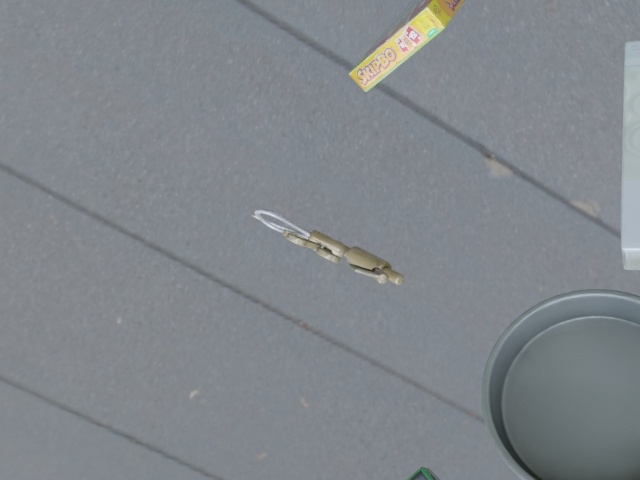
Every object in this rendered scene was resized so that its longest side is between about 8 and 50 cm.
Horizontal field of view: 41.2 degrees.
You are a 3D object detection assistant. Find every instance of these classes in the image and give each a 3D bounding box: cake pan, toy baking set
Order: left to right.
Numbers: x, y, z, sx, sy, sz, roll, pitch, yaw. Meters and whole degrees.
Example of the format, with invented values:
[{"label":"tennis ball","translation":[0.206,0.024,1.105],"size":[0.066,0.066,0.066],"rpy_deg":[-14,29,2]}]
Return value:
[{"label":"toy baking set","translation":[0.006,0.003,1.269],"size":[0.196,0.256,0.030],"rpy_deg":[24,93,-33]},{"label":"cake pan","translation":[0.359,0.205,1.102],"size":[0.293,0.293,0.054],"rpy_deg":[-13,147,14]}]

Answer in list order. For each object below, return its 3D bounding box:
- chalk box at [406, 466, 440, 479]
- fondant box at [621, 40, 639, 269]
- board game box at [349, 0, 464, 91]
[{"label":"chalk box","translation":[0.108,0.339,0.926],"size":[0.132,0.213,0.132],"rpy_deg":[-41,72,-2]},{"label":"fondant box","translation":[0.551,-0.125,1.194],"size":[0.238,0.331,0.096],"rpy_deg":[0,161,22]},{"label":"board game box","translation":[0.129,-0.268,0.950],"size":[0.039,0.259,0.124],"rpy_deg":[47,135,-9]}]
